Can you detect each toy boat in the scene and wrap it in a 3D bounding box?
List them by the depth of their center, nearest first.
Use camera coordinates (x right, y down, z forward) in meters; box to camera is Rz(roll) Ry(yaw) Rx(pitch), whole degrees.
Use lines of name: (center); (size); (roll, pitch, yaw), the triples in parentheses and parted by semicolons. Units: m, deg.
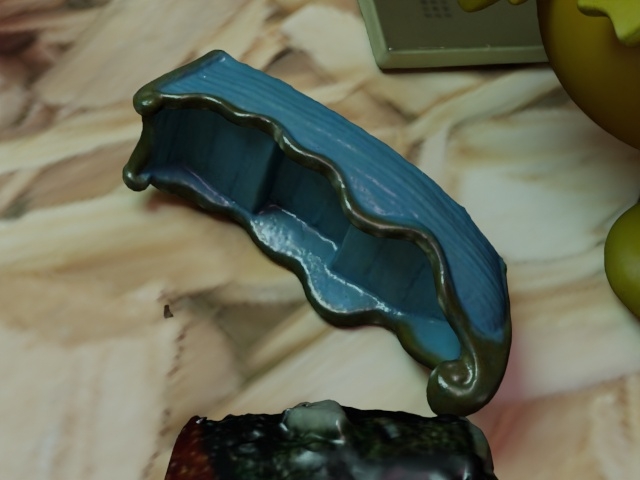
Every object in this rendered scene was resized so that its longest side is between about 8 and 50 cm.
toy boat: (0.000, 0.000, 0.565); (0.185, 0.075, 0.077); (34, 55, 7)

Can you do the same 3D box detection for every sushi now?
sushi: (0.004, 0.163, 0.426); (0.126, 0.136, 0.225); (4, 61, 2)

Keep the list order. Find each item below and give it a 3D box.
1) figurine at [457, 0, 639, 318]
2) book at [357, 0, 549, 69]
figurine: (0.187, -0.078, 0.578); (0.215, 0.228, 0.215); (-21, 31, 13)
book: (0.158, -0.186, 0.750); (0.310, 0.021, 0.217); (-4, 59, -13)
